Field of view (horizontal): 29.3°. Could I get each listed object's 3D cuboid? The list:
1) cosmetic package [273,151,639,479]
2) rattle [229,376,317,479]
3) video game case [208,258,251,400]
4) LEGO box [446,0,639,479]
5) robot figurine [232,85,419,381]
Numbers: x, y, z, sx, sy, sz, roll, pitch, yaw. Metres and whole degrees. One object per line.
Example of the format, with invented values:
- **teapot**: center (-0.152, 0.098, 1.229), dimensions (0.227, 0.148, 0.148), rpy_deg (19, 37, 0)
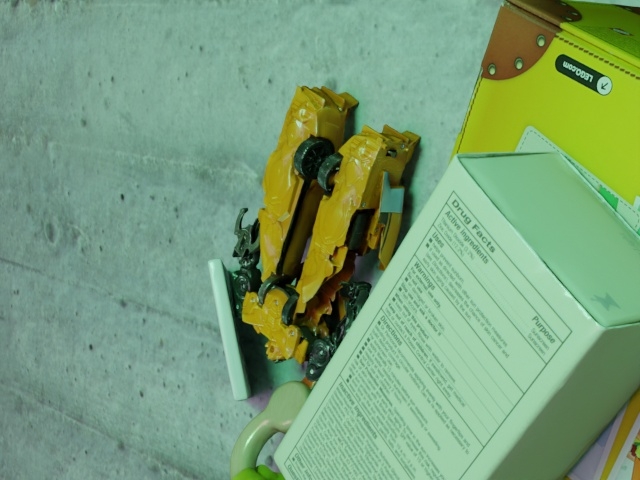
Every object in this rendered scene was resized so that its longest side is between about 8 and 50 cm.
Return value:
- **cosmetic package**: center (0.100, 0.104, 0.852), dimensions (0.160, 0.113, 0.309), rpy_deg (55, 131, 31)
- **rattle**: center (-0.006, 0.223, 1.358), dimensions (0.130, 0.142, 0.200), rpy_deg (-13, 50, 51)
- **video game case**: center (-0.102, 0.104, 1.397), dimensions (0.143, 0.019, 0.157), rpy_deg (104, 155, -83)
- **LEGO box**: center (0.297, 0.093, 0.854), dimensions (0.500, 0.193, 0.373), rpy_deg (39, 123, 41)
- **robot figurine**: center (0.000, 0.000, 1.276), dimensions (0.211, 0.085, 0.291), rpy_deg (38, 121, 41)
